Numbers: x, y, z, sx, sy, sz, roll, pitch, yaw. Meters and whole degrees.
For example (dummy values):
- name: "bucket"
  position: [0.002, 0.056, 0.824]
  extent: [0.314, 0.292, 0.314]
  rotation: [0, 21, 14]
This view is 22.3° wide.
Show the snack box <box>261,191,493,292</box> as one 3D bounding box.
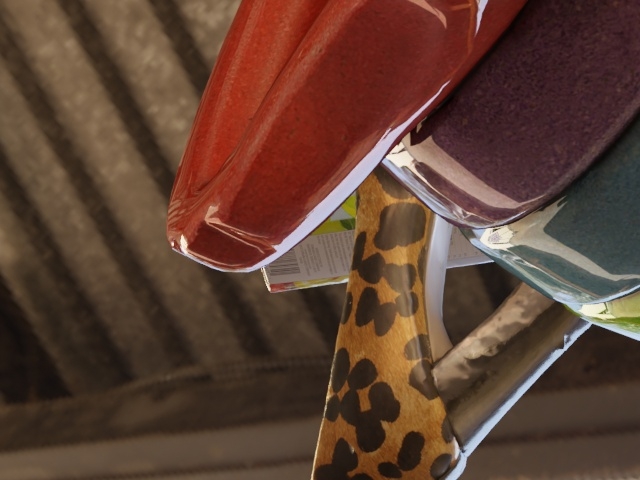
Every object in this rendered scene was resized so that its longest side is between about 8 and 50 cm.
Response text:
- name: "snack box"
  position: [0.059, -0.064, 1.050]
  extent: [0.207, 0.174, 0.070]
  rotation: [-8, -40, 7]

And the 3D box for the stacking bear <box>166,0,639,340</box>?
- name: "stacking bear"
  position: [0.133, -0.027, 0.432]
  extent: [0.289, 0.164, 0.175]
  rotation: [28, -47, -16]

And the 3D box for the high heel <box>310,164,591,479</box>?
- name: "high heel"
  position: [0.000, 0.000, 0.786]
  extent: [0.261, 0.186, 0.093]
  rotation: [44, -4, 29]
